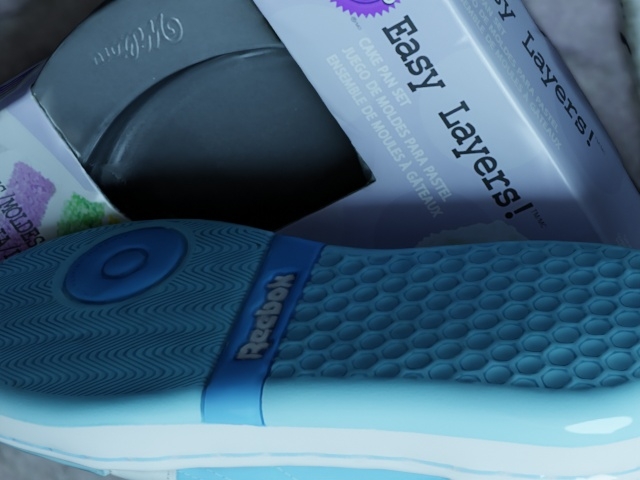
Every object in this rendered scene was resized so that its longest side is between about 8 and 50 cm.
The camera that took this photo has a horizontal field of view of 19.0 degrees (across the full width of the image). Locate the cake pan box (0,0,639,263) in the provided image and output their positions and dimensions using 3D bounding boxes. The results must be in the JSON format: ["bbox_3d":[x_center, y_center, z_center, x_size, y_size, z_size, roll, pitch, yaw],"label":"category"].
[{"bbox_3d":[0.000,0.000,0.792,0.245,0.070,0.267,-25,109,25],"label":"cake pan box"}]

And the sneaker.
[{"bbox_3d":[0.003,0.106,0.743,0.319,0.127,0.208,4,129,26],"label":"sneaker"}]
